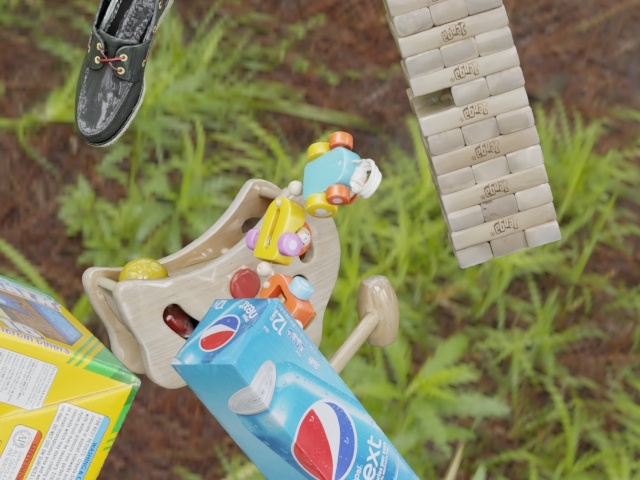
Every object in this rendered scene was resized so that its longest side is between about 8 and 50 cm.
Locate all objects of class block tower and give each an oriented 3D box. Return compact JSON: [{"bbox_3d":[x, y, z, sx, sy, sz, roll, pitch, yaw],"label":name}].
[{"bbox_3d":[0.111,-0.139,1.410,0.091,0.335,0.097,-17,22,3],"label":"block tower"}]

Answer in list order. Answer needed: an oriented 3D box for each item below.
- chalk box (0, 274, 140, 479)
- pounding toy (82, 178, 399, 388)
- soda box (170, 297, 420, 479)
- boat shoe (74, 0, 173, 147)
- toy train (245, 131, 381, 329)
[{"bbox_3d":[-0.209,0.080,0.939,0.132,0.132,0.213,23,5,-28],"label":"chalk box"},{"bbox_3d":[-0.048,0.036,1.482,0.269,0.154,0.155,-10,13,-29],"label":"pounding toy"},{"bbox_3d":[-0.015,0.137,1.297,0.071,0.210,0.067,-4,43,45],"label":"soda box"},{"bbox_3d":[-0.136,-0.128,1.170,0.049,0.042,0.133,20,87,15],"label":"boat shoe"},{"bbox_3d":[0.000,0.000,1.370,0.046,0.166,0.125,23,18,-35],"label":"toy train"}]
